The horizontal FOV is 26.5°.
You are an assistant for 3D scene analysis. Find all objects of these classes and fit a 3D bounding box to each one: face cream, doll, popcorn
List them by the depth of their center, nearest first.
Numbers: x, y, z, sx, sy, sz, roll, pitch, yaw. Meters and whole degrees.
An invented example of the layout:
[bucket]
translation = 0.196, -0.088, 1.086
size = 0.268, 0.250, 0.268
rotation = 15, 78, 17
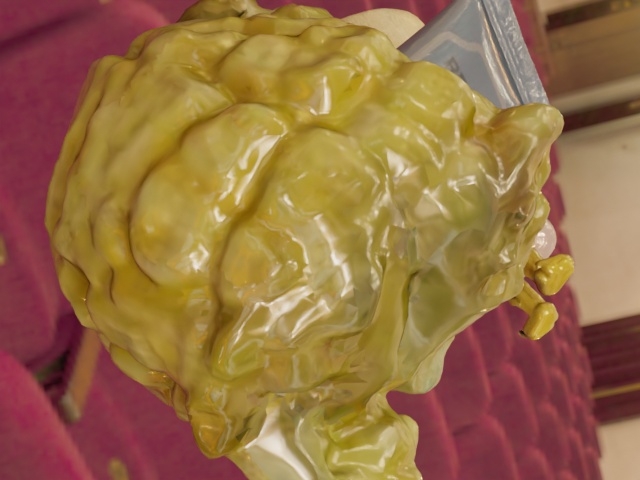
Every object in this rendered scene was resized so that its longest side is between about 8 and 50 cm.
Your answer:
[popcorn]
translation = -0.006, -0.003, 0.737
size = 0.237, 0.293, 0.293
rotation = 23, -39, 50
[face cream]
translation = 0.031, -0.058, 0.972
size = 0.385, 0.086, 0.135
rotation = -37, 112, -31
[doll]
translation = 0.114, -0.061, 1.354
size = 0.365, 0.094, 0.160
rotation = 43, -29, 26

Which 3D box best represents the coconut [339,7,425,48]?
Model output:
[coconut]
translation = 0.056, -0.146, 1.613
size = 0.245, 0.245, 0.247
rotation = 64, 1, -51
